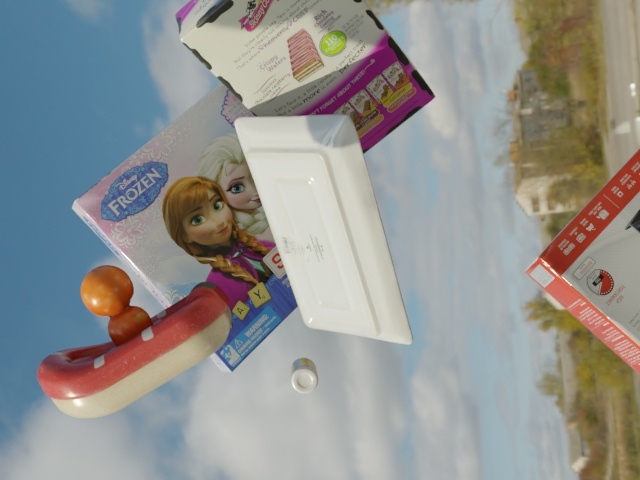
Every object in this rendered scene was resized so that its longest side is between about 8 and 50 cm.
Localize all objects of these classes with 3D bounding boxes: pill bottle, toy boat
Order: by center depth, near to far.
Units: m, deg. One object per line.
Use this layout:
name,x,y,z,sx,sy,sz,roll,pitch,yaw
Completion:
toy boat,-0.226,0.099,0.894,0.151,0.231,0.151,59,178,-6
pill bottle,-0.027,0.214,1.240,0.083,0.043,0.043,-117,18,-83

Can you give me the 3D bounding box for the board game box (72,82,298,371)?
board game box,-0.128,-0.033,1.117,0.319,0.066,0.318,-45,-81,-20

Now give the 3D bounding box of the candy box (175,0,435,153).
candy box,-0.012,-0.190,0.793,0.233,0.159,0.071,43,-164,-37

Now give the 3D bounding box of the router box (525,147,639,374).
router box,0.537,0.025,1.165,0.335,0.301,0.082,-44,-13,-14

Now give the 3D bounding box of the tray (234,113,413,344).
tray,0.000,0.000,0.789,0.030,0.145,0.270,-46,-51,-40
